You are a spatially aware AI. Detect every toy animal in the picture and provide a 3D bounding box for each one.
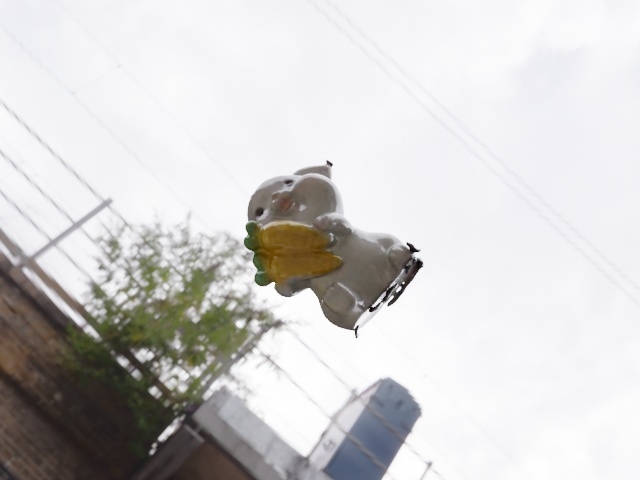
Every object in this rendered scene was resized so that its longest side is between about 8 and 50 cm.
[{"bbox_3d":[0.000,-0.003,1.565,0.310,0.247,0.183,39,-76,16],"label":"toy animal"}]
